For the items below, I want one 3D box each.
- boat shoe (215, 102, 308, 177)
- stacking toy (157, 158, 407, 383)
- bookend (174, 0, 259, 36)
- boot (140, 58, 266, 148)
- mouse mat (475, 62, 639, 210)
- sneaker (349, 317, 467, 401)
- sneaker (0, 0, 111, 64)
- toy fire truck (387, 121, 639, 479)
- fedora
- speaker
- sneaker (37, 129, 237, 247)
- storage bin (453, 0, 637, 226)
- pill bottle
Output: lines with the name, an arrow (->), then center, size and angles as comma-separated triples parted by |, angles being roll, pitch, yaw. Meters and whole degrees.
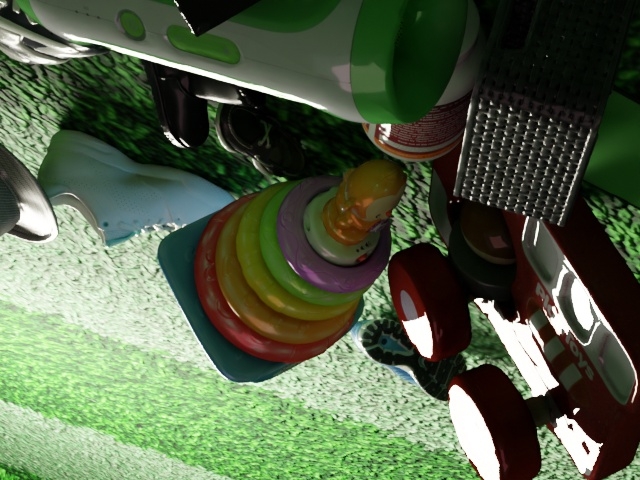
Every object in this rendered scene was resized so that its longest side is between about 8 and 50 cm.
boat shoe -> -0.051, -0.088, 1.403 | 0.038, 0.046, 0.125 | 7, 160, 28
stacking toy -> 0.000, 0.000, 1.383 | 0.166, 0.175, 0.302 | 60, 149, 5
bookend -> -0.051, -0.232, 0.960 | 0.157, 0.156, 0.072 | 59, 179, 28
boot -> -0.088, -0.122, 1.305 | 0.099, 0.045, 0.121 | 7, 133, 31
mouse mat -> 0.227, -0.076, 1.248 | 0.189, 0.007, 0.152 | 25, 159, -18
sneaker -> 0.101, 0.129, 1.846 | 0.162, 0.063, 0.073 | 34, 173, -26
sneaker -> -0.220, -0.202, 1.187 | 0.153, 0.094, 0.235 | 3, 155, 32
toy fire truck -> 0.174, 0.034, 1.251 | 0.169, 0.302, 0.254 | -19, 150, -14
fedora -> -0.400, -0.056, 1.563 | 0.275, 0.124, 0.244 | 37, 159, 11
speaker -> -0.059, -0.165, 1.051 | 0.296, 0.131, 0.131 | 18, 162, 26
sneaker -> -0.182, -0.030, 1.598 | 0.212, 0.094, 0.080 | 19, 159, -3
storage bin -> 0.150, -0.102, 1.073 | 0.084, 0.122, 0.180 | 17, 158, 6
pill bottle -> 0.074, -0.122, 1.146 | 0.086, 0.086, 0.152 | 17, 160, 4
